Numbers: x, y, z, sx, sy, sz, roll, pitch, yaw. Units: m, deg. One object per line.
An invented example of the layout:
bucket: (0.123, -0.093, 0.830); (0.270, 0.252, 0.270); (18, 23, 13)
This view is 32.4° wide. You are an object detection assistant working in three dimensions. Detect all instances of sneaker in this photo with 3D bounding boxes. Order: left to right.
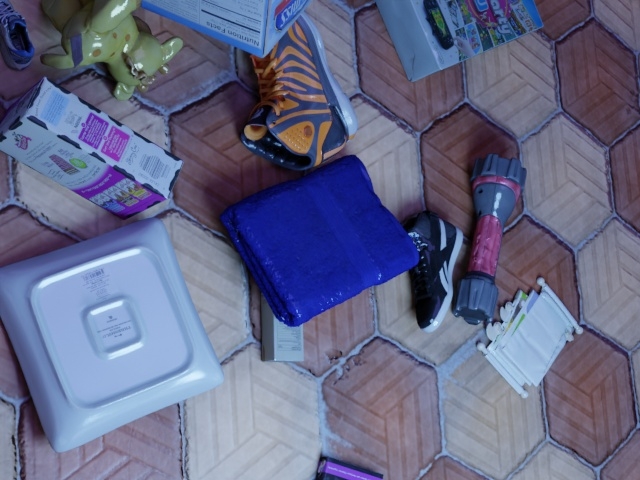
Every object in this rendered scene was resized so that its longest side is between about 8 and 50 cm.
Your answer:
sneaker: (-0.455, -0.321, 1.613); (0.052, 0.058, 0.135); (-33, 99, -34)
sneaker: (-0.074, -0.260, 1.814); (0.180, 0.124, 0.321); (-40, 103, -33)
sneaker: (0.172, 0.048, 1.951); (0.121, 0.079, 0.217); (29, 58, -22)

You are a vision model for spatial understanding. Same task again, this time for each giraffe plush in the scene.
giraffe plush: (-0.303, -0.309, 1.664); (0.170, 0.181, 0.210); (32, 52, -48)

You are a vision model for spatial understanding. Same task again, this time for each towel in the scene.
towel: (0.000, 0.000, 1.819); (0.308, 0.076, 0.228); (-25, 79, -41)

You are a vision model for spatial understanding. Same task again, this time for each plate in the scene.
plate: (-0.302, 0.127, 1.596); (0.277, 0.045, 0.278); (-21, 86, -25)

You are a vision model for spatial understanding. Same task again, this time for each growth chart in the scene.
growth chart: (0.400, 0.180, 2.103); (0.237, 0.021, 0.172); (-43, 104, -32)

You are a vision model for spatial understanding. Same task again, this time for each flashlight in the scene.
flashlight: (0.307, -0.005, 2.029); (0.103, 0.103, 0.304); (26, 67, -28)

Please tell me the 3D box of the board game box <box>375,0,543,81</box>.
board game box: (0.257, -0.455, 2.091); (0.303, 0.097, 0.224); (-27, 96, -35)

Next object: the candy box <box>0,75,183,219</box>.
candy box: (-0.338, -0.127, 1.592); (0.233, 0.159, 0.071); (31, 64, -26)

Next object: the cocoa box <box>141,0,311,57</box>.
cocoa box: (-0.098, -0.496, 1.708); (0.231, 0.228, 0.347); (24, 51, 12)

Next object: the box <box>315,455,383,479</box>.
box: (0.035, 0.447, 1.804); (0.116, 0.029, 0.162); (24, 67, -27)

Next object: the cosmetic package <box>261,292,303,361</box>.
cosmetic package: (-0.062, 0.140, 1.792); (0.060, 0.041, 0.115); (7, 77, -34)
